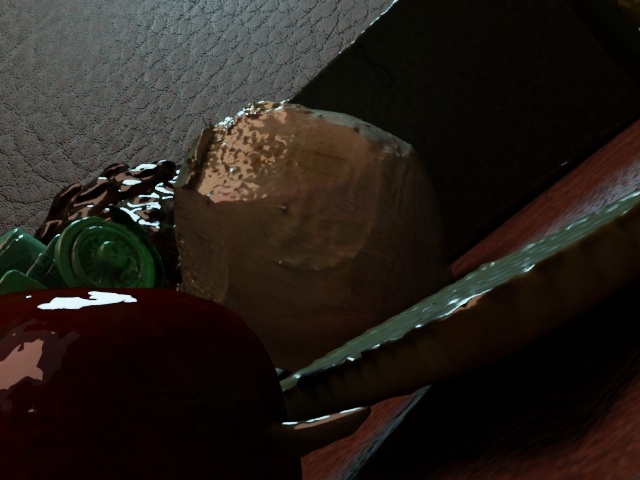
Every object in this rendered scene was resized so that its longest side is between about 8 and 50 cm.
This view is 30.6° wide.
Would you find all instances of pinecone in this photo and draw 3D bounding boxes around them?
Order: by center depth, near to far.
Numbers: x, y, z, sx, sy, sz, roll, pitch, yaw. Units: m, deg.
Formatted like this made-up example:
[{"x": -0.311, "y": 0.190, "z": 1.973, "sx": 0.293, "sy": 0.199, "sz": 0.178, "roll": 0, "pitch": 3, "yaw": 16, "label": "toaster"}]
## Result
[{"x": -0.151, "y": 0.059, "z": 1.160, "sx": 0.296, "sy": 0.298, "sz": 0.242, "roll": -29, "pitch": -36, "yaw": -43, "label": "pinecone"}]

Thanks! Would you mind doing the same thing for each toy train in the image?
[{"x": -0.156, "y": 0.104, "z": 0.845, "sx": 0.132, "sy": 0.243, "sz": 0.188, "roll": -39, "pitch": 18, "yaw": 47, "label": "toy train"}]

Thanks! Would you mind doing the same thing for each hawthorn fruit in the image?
[{"x": -0.088, "y": 0.107, "z": 0.470, "sx": 0.251, "sy": 0.189, "sz": 0.189, "roll": -14, "pitch": 17, "yaw": 33, "label": "hawthorn fruit"}]

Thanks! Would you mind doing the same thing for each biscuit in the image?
[{"x": 0.068, "y": 0.029, "z": 0.499, "sx": 0.172, "sy": 0.029, "sz": 0.254, "roll": -28, "pitch": -3, "yaw": -24, "label": "biscuit"}]

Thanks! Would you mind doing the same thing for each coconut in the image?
[{"x": 0.000, "y": 0.003, "z": 0.799, "sx": 0.194, "sy": 0.194, "sz": 0.194, "roll": -42, "pitch": 2, "yaw": 2, "label": "coconut"}]

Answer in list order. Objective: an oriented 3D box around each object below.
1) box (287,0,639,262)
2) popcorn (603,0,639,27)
[{"x": 0.110, "y": -0.112, "z": 0.945, "sx": 0.273, "sy": 0.184, "sz": 0.143, "roll": -41, "pitch": 3, "yaw": 30, "label": "box"}, {"x": 0.261, "y": -0.210, "z": 0.828, "sx": 0.136, "sy": 0.141, "sz": 0.162, "roll": -12, "pitch": 48, "yaw": 23, "label": "popcorn"}]
